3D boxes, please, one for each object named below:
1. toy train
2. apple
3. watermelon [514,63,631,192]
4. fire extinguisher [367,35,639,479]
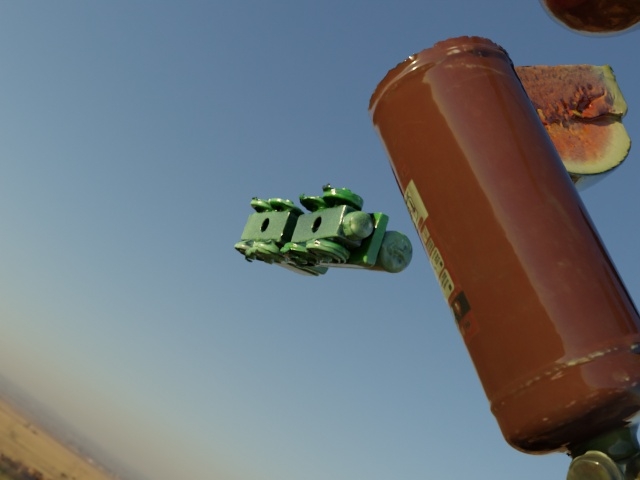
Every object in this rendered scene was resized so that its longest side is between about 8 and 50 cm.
[{"bbox_3d":[0.000,0.000,0.931,0.119,0.085,0.251,25,-11,-28],"label":"toy train"},{"bbox_3d":[0.386,-0.376,1.121,0.234,0.234,0.234,31,-19,12],"label":"apple"},{"bbox_3d":[0.261,-0.104,0.963,0.128,0.303,0.159,32,-56,45],"label":"watermelon"},{"bbox_3d":[0.119,0.047,0.534,0.106,0.337,0.147,3,-32,-40],"label":"fire extinguisher"}]
